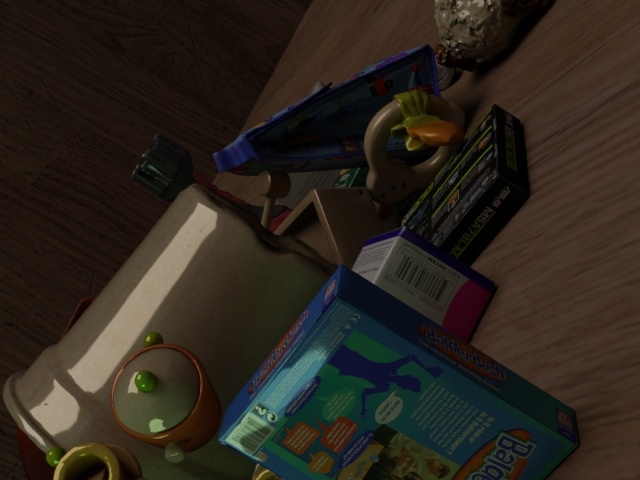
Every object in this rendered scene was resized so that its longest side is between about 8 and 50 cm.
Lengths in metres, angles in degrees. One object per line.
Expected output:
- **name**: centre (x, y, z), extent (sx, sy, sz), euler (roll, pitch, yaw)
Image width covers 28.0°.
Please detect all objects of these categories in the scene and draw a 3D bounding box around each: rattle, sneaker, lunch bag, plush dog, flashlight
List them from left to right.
- **flashlight**: centre (-0.151, -0.066, 2.074), extent (0.103, 0.304, 0.103), euler (-56, 11, 6)
- **lunch bag**: centre (0.001, -0.138, 1.690), extent (0.293, 0.138, 0.221), euler (-19, 4, -13)
- **rattle**: centre (0.115, -0.068, 1.549), extent (0.143, 0.130, 0.200), euler (47, 120, 44)
- **sneaker**: centre (0.165, -0.260, 1.881), extent (0.065, 0.061, 0.158), euler (-53, 12, -8)
- **plush dog**: centre (0.208, -0.346, 1.685), extent (0.262, 0.210, 0.225), euler (-46, 43, 51)

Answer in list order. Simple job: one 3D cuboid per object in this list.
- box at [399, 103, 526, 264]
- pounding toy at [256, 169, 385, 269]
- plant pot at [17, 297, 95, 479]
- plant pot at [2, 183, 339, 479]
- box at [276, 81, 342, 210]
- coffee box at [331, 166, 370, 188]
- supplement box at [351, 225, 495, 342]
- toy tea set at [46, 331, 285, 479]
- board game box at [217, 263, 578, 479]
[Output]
- **box**: centre (0.150, -0.034, 1.401), extent (0.191, 0.045, 0.184), euler (-53, 10, 26)
- **pounding toy**: centre (-0.006, 0.000, 1.608), extent (0.181, 0.094, 0.206), euler (-46, 56, 46)
- **plant pot**: centre (-0.305, 0.295, 1.964), extent (0.236, 0.267, 0.267), euler (114, 177, -45)
- **plant pot**: centre (-0.128, 0.119, 1.432), extent (0.305, 0.333, 0.334), euler (-57, 12, 4)
- **box**: centre (0.001, -0.143, 2.102), extent (0.181, 0.119, 0.182), euler (-56, 11, 12)
- **coffee box**: centre (0.022, -0.033, 1.922), extent (0.184, 0.040, 0.113), euler (-60, 12, -9)
- **supplement box**: centre (0.057, 0.113, 1.238), extent (0.220, 0.111, 0.114), euler (-61, 12, -15)
- **toy tea set**: centre (-0.111, 0.236, 1.167), extent (0.200, 0.336, 0.124), euler (-50, -28, -11)
- **board game box**: centre (0.056, 0.136, 0.942), extent (0.160, 0.210, 0.047), euler (-52, 12, 26)
